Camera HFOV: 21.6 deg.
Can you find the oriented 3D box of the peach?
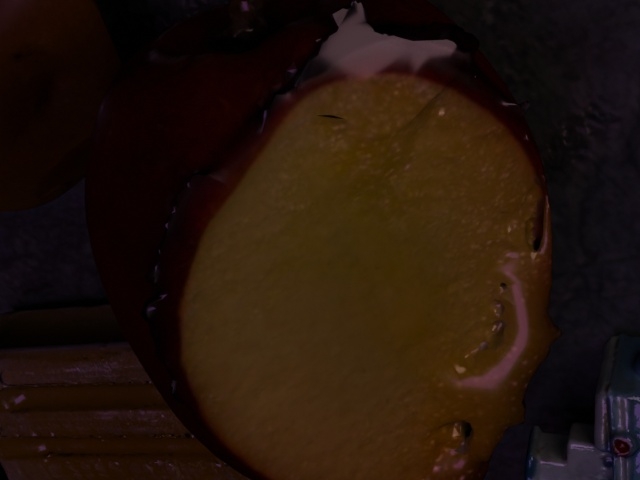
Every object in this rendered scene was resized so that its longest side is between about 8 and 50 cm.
[{"bbox_3d":[0.000,0.000,1.003,0.257,0.201,0.362,-30,126,-6],"label":"peach"}]

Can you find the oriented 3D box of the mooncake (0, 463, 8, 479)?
[{"bbox_3d":[-0.298,0.347,1.402,0.356,0.194,0.356,14,126,20],"label":"mooncake"}]

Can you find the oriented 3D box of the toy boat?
[{"bbox_3d":[0.177,0.157,1.081,0.102,0.088,0.215,4,122,14],"label":"toy boat"}]

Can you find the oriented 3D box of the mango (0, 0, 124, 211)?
[{"bbox_3d":[-0.219,-0.108,1.078,0.136,0.166,0.236,58,171,40],"label":"mango"}]

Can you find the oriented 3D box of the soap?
[{"bbox_3d":[-0.117,0.130,1.223,0.274,0.089,0.173,-4,120,31],"label":"soap"}]
